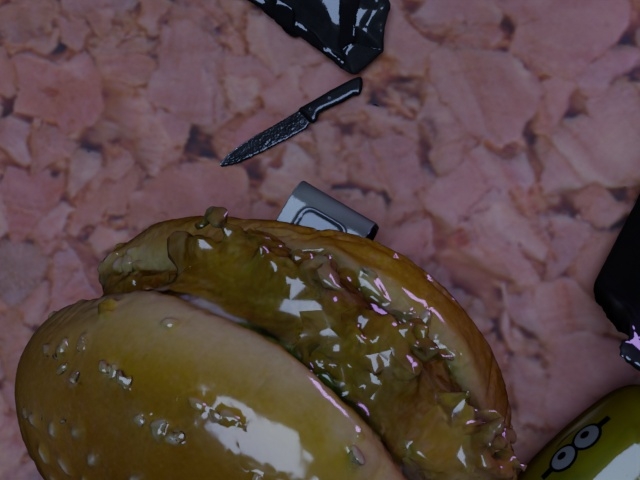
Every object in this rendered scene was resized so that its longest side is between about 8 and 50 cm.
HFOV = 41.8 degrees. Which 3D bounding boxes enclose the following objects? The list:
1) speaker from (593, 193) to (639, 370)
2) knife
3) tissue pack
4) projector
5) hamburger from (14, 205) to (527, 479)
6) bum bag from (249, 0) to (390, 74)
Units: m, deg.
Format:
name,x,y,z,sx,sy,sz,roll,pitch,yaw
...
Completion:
name,x,y,z,sx,sy,sz,roll,pitch,yaw
speaker,0.386,-0.041,0.709,0.180,0.184,0.388,28,89,9
knife,-0.030,-0.118,0.857,0.170,0.010,0.023,-29,77,7
tissue pack,0.258,0.218,0.739,0.178,0.127,0.123,-43,84,4
projector,0.000,0.000,0.808,0.082,0.083,0.083,31,92,8
hamburger,-0.012,0.140,0.643,0.445,0.268,0.287,41,133,1
bum bag,-0.016,-0.249,0.844,0.198,0.049,0.087,36,97,8
